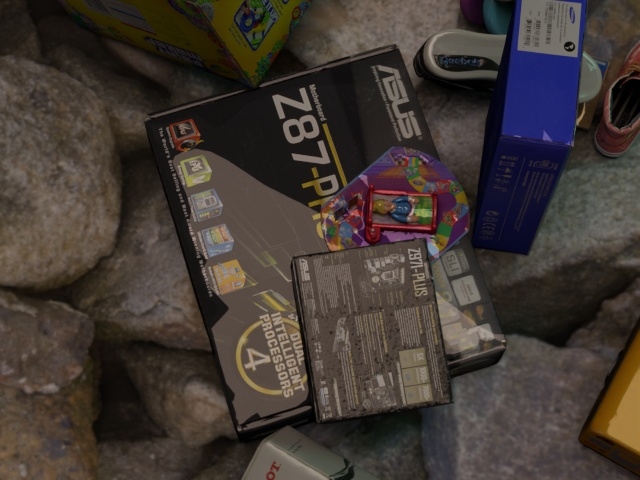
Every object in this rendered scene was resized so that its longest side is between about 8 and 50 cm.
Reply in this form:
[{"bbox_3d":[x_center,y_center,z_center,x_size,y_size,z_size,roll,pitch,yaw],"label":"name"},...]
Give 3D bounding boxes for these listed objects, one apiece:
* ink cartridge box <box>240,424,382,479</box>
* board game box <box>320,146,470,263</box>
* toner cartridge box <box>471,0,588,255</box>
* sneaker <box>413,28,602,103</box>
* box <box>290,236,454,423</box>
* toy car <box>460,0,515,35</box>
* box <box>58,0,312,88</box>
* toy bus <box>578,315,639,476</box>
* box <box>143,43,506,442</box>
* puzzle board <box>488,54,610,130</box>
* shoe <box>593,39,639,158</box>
[{"bbox_3d":[0.006,0.316,1.502,0.208,0.087,0.153,30,102,10],"label":"ink cartridge box"},{"bbox_3d":[0.086,-0.030,1.570,0.168,0.033,0.133,-40,77,-12],"label":"board game box"},{"bbox_3d":[0.221,-0.116,1.525,0.075,0.348,0.165,9,73,4],"label":"toner cartridge box"},{"bbox_3d":[0.219,-0.210,1.684,0.217,0.121,0.079,11,91,-9],"label":"sneaker"},{"bbox_3d":[0.053,0.097,1.501,0.147,0.077,0.180,-9,83,-4],"label":"box"},{"bbox_3d":[0.226,-0.320,1.708,0.136,0.159,0.182,-32,56,30],"label":"toy car"},{"bbox_3d":[-0.148,-0.373,1.665,0.290,0.177,0.279,23,73,31],"label":"box"},{"bbox_3d":[0.407,0.101,1.563,0.108,0.130,0.333,28,75,10],"label":"toy bus"},{"bbox_3d":[0.000,0.000,1.627,0.318,0.097,0.395,-15,73,-7],"label":"box"},{"bbox_3d":[0.281,-0.195,1.727,0.128,0.011,0.096,18,72,7],"label":"puzzle board"},{"bbox_3d":[0.383,-0.186,1.683,0.063,0.081,0.178,27,75,10],"label":"shoe"}]
